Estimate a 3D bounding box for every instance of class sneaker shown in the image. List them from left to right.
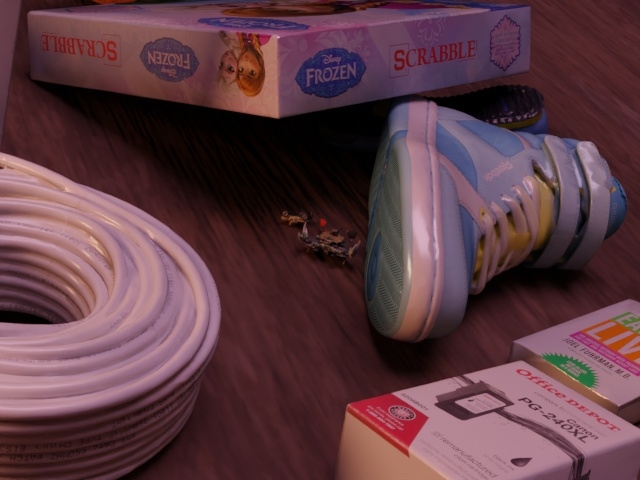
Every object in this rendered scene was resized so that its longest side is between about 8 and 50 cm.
[{"bbox_3d":[0.103,-0.091,1.205,0.209,0.082,0.069,-3,45,3],"label":"sneaker"},{"bbox_3d":[0.144,-0.014,1.011,0.208,0.127,0.319,13,29,-3],"label":"sneaker"}]

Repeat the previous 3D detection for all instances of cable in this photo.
[{"bbox_3d":[-0.190,0.045,0.776,0.257,0.089,0.257,19,29,5],"label":"cable"}]

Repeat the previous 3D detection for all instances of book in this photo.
[{"bbox_3d":[0.220,0.089,0.968,0.144,0.035,0.096,-15,37,-42],"label":"book"}]

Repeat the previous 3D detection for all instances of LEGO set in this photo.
[{"bbox_3d":[0.002,0.000,1.028,0.054,0.023,0.083,7,16,-20],"label":"LEGO set"}]

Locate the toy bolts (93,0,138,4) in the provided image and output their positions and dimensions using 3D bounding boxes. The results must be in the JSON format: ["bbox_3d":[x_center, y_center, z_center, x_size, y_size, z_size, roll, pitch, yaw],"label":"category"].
[{"bbox_3d":[-0.137,-0.335,1.339,0.228,0.218,0.158,12,5,4],"label":"toy bolts"}]

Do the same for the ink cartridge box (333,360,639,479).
[{"bbox_3d":[0.101,0.131,0.779,0.150,0.063,0.109,-10,27,-38],"label":"ink cartridge box"}]

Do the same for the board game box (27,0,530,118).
[{"bbox_3d":[-0.036,-0.175,1.163,0.319,0.066,0.318,13,20,41],"label":"board game box"}]

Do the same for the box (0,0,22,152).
[{"bbox_3d":[-0.359,-0.124,0.839,0.322,0.232,0.058,0,31,-26],"label":"box"}]
